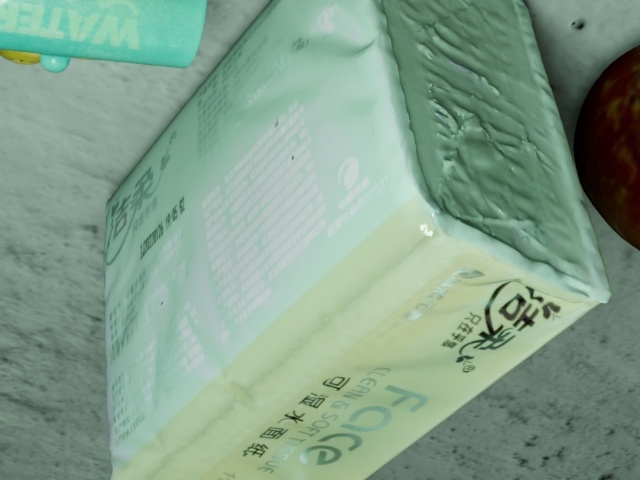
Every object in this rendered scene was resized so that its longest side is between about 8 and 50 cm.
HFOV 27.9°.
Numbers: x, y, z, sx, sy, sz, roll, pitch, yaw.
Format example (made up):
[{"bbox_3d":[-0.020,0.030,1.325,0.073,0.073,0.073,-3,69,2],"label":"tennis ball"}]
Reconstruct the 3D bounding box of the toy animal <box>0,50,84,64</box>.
[{"bbox_3d":[-0.242,-0.168,1.012,0.159,0.083,0.070,22,142,-38],"label":"toy animal"}]

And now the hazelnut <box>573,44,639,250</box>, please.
[{"bbox_3d":[0.331,-0.067,1.068,0.218,0.234,0.218,-40,156,-22],"label":"hazelnut"}]

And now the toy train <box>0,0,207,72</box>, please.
[{"bbox_3d":[-0.183,-0.195,0.928,0.248,0.101,0.159,2,121,-22],"label":"toy train"}]

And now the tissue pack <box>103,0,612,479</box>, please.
[{"bbox_3d":[0.000,0.000,1.026,0.205,0.332,0.405,19,135,-29],"label":"tissue pack"}]
